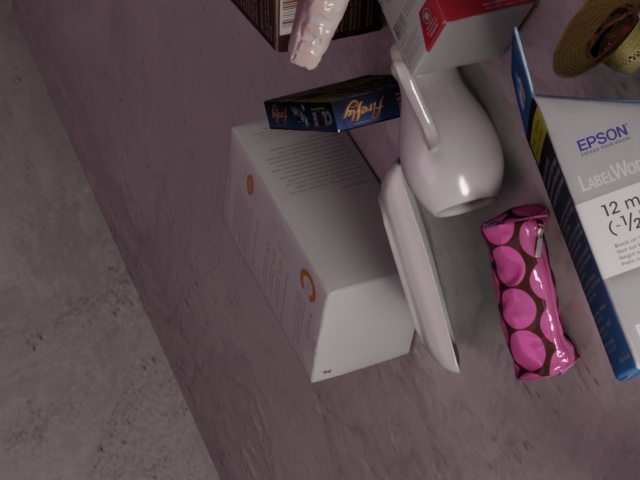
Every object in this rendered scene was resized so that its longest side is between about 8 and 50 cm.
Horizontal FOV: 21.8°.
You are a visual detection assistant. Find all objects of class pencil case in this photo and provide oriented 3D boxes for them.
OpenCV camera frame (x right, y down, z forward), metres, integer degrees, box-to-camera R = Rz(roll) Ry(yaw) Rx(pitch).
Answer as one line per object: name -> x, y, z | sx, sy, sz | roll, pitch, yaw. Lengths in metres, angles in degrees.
pencil case -> 0.255, 0.064, 1.992 | 0.098, 0.095, 0.209 | -4, 104, 52

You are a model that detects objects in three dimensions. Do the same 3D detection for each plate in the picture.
plate -> 0.126, 0.029, 2.188 | 0.277, 0.045, 0.278 | -55, -52, -84

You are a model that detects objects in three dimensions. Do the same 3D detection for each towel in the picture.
towel -> 0.047, -0.406, 1.920 | 0.317, 0.053, 0.332 | -81, 10, -54

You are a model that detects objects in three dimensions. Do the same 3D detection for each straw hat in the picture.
straw hat -> 0.306, -0.202, 1.692 | 0.061, 0.144, 0.144 | 35, 169, -20

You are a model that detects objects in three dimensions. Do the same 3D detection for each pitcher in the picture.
pitcher -> 0.141, -0.139, 2.027 | 0.178, 0.125, 0.207 | 6, -113, -67

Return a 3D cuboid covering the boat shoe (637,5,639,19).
boat shoe -> 0.391, -0.105, 1.444 | 0.319, 0.099, 0.116 | 60, 176, 14

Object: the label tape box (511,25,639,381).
label tape box -> 0.295, -0.042, 1.663 | 0.249, 0.115, 0.347 | 52, -159, -81

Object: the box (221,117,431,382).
box -> 0.000, 0.000, 2.471 | 0.215, 0.168, 0.345 | 100, 148, -49

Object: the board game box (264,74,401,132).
board game box -> 0.045, -0.185, 2.228 | 0.243, 0.165, 0.042 | -167, 63, -67

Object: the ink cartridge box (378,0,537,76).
ink cartridge box -> 0.145, -0.306, 1.937 | 0.176, 0.127, 0.128 | 67, 158, 17

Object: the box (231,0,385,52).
box -> -0.027, -0.387, 2.256 | 0.203, 0.167, 0.168 | 53, 150, 44
